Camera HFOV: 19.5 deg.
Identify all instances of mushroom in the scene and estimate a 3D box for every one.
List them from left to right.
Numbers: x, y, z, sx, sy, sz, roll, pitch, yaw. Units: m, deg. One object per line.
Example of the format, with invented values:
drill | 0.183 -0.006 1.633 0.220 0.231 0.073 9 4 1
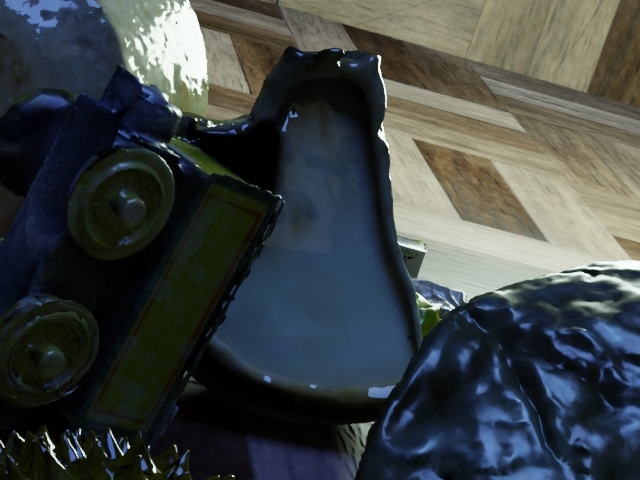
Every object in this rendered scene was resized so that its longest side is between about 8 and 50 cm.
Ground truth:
mushroom | -0.049 -0.003 1.468 0.217 0.292 0.212 -6 5 -13

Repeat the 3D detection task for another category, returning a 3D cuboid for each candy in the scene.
candy | 0.033 0.085 1.601 0.062 0.058 0.194 -4 8 42

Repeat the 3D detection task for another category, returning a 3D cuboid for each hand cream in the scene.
hand cream | 0.086 0.064 1.718 0.257 0.050 0.084 20 19 18

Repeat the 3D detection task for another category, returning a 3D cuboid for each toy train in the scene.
toy train | -0.155 0.014 1.275 0.177 0.261 0.134 21 11 -45

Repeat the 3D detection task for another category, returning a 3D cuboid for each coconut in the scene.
coconut | -0.248 -0.121 1.526 0.323 0.323 0.323 17 17 -5

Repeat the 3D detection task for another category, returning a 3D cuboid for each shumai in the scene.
shumai | 0.196 0.176 1.007 0.288 0.292 0.330 15 49 34

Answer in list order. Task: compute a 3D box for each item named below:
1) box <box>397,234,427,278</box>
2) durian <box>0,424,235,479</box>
box | 0.000 0.000 1.818 0.207 0.050 0.041 16 20 -8
durian | -0.126 0.182 0.996 0.306 0.166 0.172 24 -13 0
